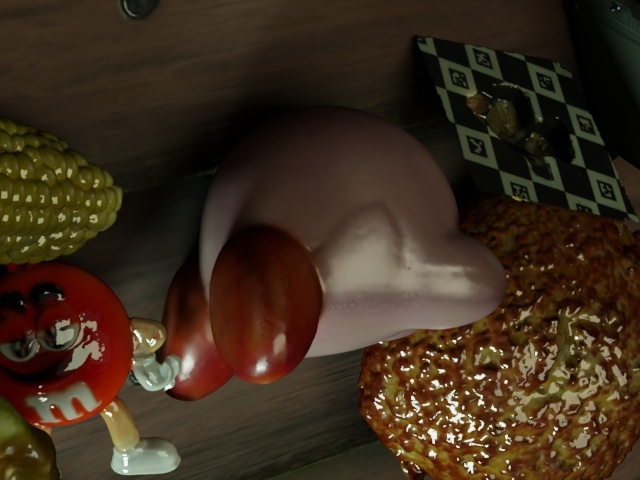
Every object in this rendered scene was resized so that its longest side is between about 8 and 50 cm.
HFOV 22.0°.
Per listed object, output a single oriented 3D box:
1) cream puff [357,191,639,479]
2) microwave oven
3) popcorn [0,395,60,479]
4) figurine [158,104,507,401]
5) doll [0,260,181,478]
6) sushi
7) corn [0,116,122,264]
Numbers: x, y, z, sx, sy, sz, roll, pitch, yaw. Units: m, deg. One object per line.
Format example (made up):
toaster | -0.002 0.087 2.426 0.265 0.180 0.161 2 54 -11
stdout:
cream puff | 0.205 0.116 1.584 0.350 0.229 0.350 -16 120 -29
microwave oven | 0.349 -0.189 1.582 0.178 0.188 0.247 -33 132 -15
popcorn | -0.349 0.187 1.141 0.326 0.290 0.321 -42 117 -46
figurine | -0.008 -0.003 1.363 0.261 0.270 0.211 -15 87 -22
doll | -0.204 0.103 1.325 0.183 0.085 0.217 -8 113 -3
sushi | 0.180 -0.094 1.525 0.210 0.192 0.040 7 142 -38
corn | -0.301 -0.042 1.174 0.347 0.130 0.130 6 107 -45
